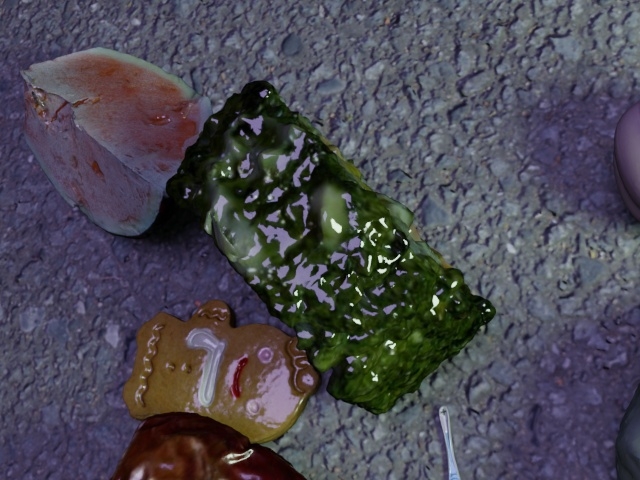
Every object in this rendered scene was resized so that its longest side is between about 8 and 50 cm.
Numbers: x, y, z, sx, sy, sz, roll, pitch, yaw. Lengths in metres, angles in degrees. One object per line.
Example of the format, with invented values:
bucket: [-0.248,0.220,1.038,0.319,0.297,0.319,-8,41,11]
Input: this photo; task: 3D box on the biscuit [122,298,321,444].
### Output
biscuit: [-0.121,0.164,1.044,0.249,0.035,0.184,8,75,20]

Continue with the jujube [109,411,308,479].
jujube: [-0.074,0.319,0.892,0.342,0.216,0.216,23,80,15]

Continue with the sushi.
sushi: [0.000,0.000,0.923,0.178,0.294,0.352,-43,67,4]

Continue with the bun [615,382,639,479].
bun: [0.419,0.207,0.733,0.362,0.211,0.362,-19,60,35]

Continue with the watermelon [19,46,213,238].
watermelon: [-0.248,-0.118,1.102,0.305,0.180,0.224,36,96,29]

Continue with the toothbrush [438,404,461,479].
toothbrush: [0.145,0.258,0.936,0.014,0.017,0.162,-9,69,7]

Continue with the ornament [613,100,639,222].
ornament: [0.391,-0.093,0.896,0.177,0.177,0.177,-6,70,16]
